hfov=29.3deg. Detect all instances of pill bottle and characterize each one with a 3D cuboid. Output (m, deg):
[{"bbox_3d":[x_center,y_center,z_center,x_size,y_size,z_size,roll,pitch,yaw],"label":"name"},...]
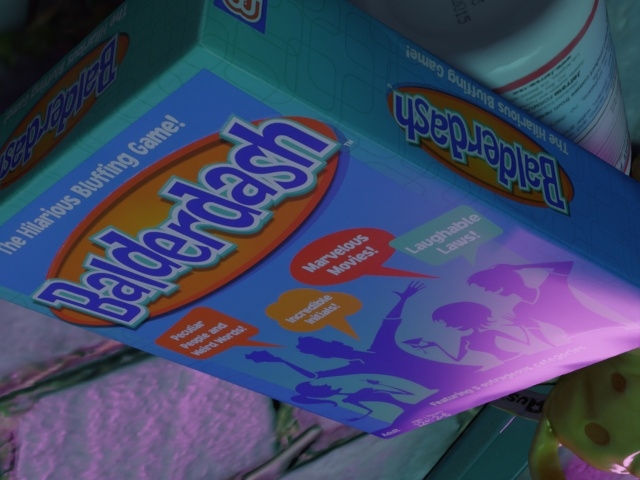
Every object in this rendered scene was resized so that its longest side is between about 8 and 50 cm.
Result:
[{"bbox_3d":[0.070,-0.048,0.459,0.087,0.087,0.160,-30,144,0],"label":"pill bottle"}]

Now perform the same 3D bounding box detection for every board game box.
[{"bbox_3d":[0.000,0.000,0.413,0.210,0.047,0.160,25,143,-32],"label":"board game box"}]

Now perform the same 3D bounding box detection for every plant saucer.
[{"bbox_3d":[0.090,0.160,0.776,0.067,0.018,0.192,5,130,-39],"label":"plant saucer"}]

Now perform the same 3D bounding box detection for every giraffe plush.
[{"bbox_3d":[0.186,0.041,0.614,0.210,0.181,0.170,2,133,13],"label":"giraffe plush"}]
